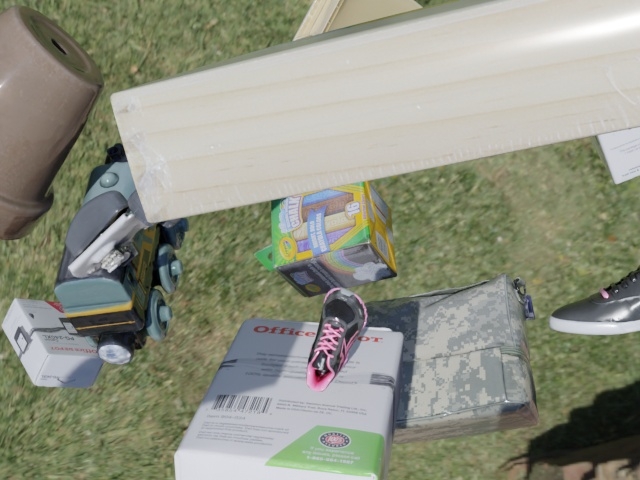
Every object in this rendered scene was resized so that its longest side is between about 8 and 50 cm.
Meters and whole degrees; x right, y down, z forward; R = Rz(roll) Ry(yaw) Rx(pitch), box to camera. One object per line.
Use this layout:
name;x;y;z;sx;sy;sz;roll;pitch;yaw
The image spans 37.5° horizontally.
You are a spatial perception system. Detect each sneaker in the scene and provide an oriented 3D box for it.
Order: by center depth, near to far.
sneaker;0.011;0.100;0.916;0.047;0.119;0.057;21;37;10
sneaker;0.463;0.045;1.342;0.295;0.104;0.147;-12;98;12

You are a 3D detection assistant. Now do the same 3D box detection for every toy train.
toy train;-0.287;0.011;1.377;0.142;0.190;0.334;-5;48;9

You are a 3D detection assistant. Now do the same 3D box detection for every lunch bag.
lunch bag;0.221;0.202;1.638;0.305;0.212;0.256;-12;67;18

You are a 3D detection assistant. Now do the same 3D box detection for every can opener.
can opener;-0.191;-0.055;1.070;0.280;0.074;0.093;-38;79;17

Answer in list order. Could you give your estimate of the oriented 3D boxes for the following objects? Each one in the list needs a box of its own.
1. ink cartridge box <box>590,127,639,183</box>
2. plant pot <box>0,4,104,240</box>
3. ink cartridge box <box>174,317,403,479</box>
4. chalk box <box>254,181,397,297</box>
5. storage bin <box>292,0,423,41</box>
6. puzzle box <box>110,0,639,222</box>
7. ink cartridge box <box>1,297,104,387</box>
ink cartridge box;0.383;-0.202;1.253;0.085;0.148;0.203;-22;115;14
plant pot;-0.404;-0.167;1.208;0.229;0.263;0.263;-42;93;13
ink cartridge box;-0.021;0.202;1.022;0.198;0.273;0.115;4;114;9
chalk box;0.000;0.000;1.524;0.213;0.132;0.132;-14;59;19
storage bin;0.096;-0.387;1.917;0.262;0.123;0.260;31;82;-27
puzzle box;0.098;-0.105;0.491;0.272;0.409;0.052;-11;103;15
ink cartridge box;-0.429;0.164;1.519;0.109;0.150;0.063;11;115;-46
